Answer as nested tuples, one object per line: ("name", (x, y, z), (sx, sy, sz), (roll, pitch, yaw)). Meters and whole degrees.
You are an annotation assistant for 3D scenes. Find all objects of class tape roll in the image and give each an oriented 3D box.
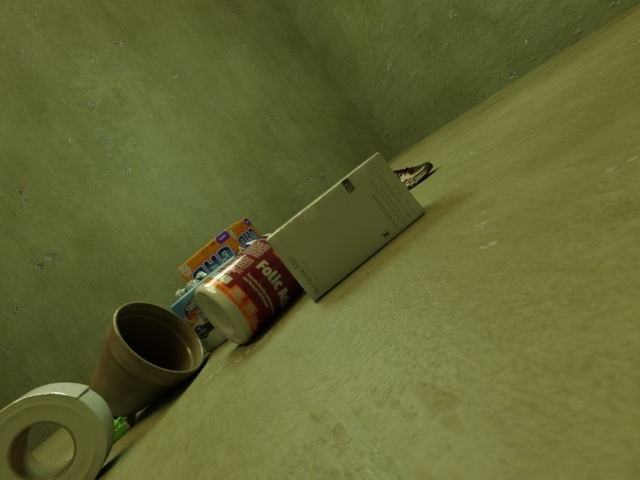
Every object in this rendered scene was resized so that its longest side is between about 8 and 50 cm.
("tape roll", (-0.683, 0.514, 1.037), (0.286, 0.286, 0.100), (-40, 5, -13))

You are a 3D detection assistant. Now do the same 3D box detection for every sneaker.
("sneaker", (0.302, -0.270, 1.666), (0.281, 0.162, 0.106), (-35, 7, 34))

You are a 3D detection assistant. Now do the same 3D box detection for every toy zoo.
("toy zoo", (-0.741, 0.681, 1.331), (0.293, 0.030, 0.192), (-40, 6, -20))

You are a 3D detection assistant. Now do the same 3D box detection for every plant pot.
("plant pot", (-0.602, 0.411, 1.358), (0.280, 0.323, 0.323), (-50, 4, 10))

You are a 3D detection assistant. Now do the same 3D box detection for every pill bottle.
("pill bottle", (-0.177, 0.118, 1.304), (0.392, 0.224, 0.224), (-43, 7, -33))

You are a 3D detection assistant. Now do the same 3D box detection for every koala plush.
("koala plush", (-0.559, 0.273, 1.965), (0.196, 0.221, 0.203), (-40, 6, -22))

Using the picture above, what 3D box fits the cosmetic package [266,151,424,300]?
("cosmetic package", (0.059, -0.038, 1.136), (0.385, 0.217, 0.156), (-40, 6, -6))

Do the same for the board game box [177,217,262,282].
("board game box", (-0.482, 0.144, 2.279), (0.356, 0.356, 0.356), (-37, 6, 14))

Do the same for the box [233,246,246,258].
("box", (-0.243, 0.137, 1.466), (0.220, 0.051, 0.175), (32, -99, -54))

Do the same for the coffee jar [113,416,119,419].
("coffee jar", (-0.722, 0.603, 1.578), (0.096, 0.079, 0.184), (-24, 13, 37))

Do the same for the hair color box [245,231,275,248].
("hair color box", (-0.154, 0.018, 1.865), (0.185, 0.110, 0.338), (0, 17, 35))

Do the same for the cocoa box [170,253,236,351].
("cocoa box", (-0.374, 0.225, 1.638), (0.231, 0.228, 0.347), (-36, 6, 18))
